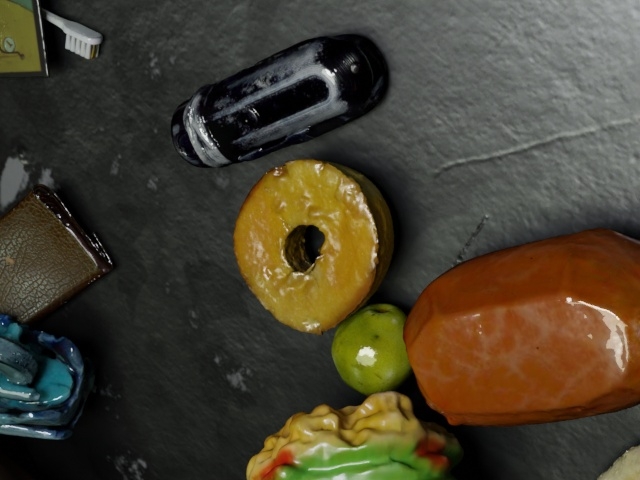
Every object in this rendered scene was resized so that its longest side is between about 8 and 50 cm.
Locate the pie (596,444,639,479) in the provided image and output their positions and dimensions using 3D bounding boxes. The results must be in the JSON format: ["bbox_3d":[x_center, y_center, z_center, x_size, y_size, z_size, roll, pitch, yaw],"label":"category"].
[{"bbox_3d":[0.325,0.278,1.007,0.185,0.052,0.218,-3,105,41],"label":"pie"}]

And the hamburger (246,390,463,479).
[{"bbox_3d":[0.037,0.235,1.095,0.237,0.237,0.148,-35,53,39],"label":"hamburger"}]

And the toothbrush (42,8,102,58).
[{"bbox_3d":[-0.378,-0.282,1.269,0.342,0.025,0.030,29,122,21],"label":"toothbrush"}]

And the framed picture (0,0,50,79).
[{"bbox_3d":[-0.412,-0.340,1.249,0.244,0.013,0.323,3,106,30],"label":"framed picture"}]

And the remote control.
[{"bbox_3d":[-0.058,-0.127,1.086,0.266,0.066,0.090,-17,95,38],"label":"remote control"}]

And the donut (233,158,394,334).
[{"bbox_3d":[0.000,0.000,1.094,0.178,0.065,0.162,-37,79,37],"label":"donut"}]

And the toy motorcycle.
[{"bbox_3d":[-0.401,0.175,1.390,0.260,0.154,0.206,-8,142,41],"label":"toy motorcycle"}]

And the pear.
[{"bbox_3d":[0.054,0.112,1.100,0.092,0.092,0.097,5,111,33],"label":"pear"}]

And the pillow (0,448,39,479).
[{"bbox_3d":[-0.447,0.308,1.429,0.308,0.305,0.108,38,84,15],"label":"pillow"}]

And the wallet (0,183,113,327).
[{"bbox_3d":[-0.360,0.031,1.377,0.243,0.039,0.133,-32,100,41],"label":"wallet"}]

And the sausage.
[{"bbox_3d":[0.191,0.077,0.954,0.268,0.141,0.153,-17,100,40],"label":"sausage"}]
